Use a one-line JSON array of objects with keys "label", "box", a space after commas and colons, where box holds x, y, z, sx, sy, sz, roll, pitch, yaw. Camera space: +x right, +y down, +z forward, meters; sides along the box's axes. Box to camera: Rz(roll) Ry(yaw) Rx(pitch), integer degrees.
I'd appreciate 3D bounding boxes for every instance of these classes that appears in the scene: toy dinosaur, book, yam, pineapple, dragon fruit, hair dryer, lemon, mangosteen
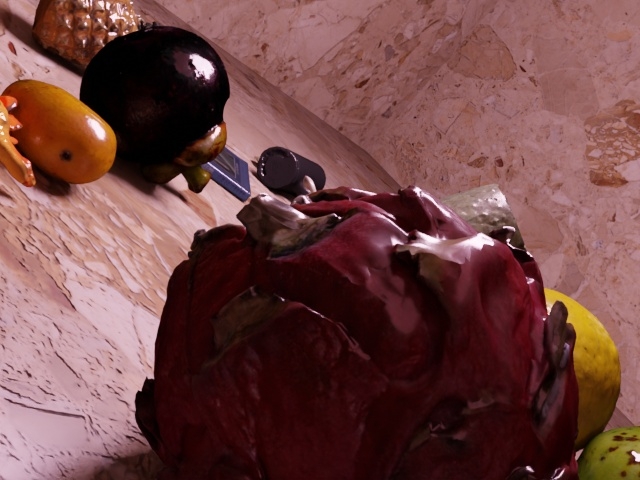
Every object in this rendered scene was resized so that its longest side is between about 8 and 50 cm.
[{"label": "toy dinosaur", "box": [-0.381, -0.160, 0.806, 0.288, 0.070, 0.117, 46, 2, 6]}, {"label": "book", "box": [-0.238, -0.184, 1.419, 0.269, 0.025, 0.191, 37, 13, -19]}, {"label": "yam", "box": [0.174, 0.018, 1.162, 0.161, 0.268, 0.161, -16, 90, -88]}, {"label": "pineapple", "box": [-0.329, -0.335, 1.312, 0.279, 0.157, 0.157, 25, 19, -30]}, {"label": "dragon fruit", "box": [0.035, 0.117, 0.567, 0.329, 0.329, 0.329, 39, 12, -10]}, {"label": "hair dryer", "box": [-0.013, -0.078, 1.660, 0.251, 0.089, 0.197, 54, 13, 15]}, {"label": "lemon", "box": [0.321, 0.205, 1.198, 0.316, 0.285, 0.285, 5, 30, -26]}, {"label": "mangosteen", "box": [-0.218, -0.173, 1.103, 0.211, 0.212, 0.249, -112, -178, -64]}]

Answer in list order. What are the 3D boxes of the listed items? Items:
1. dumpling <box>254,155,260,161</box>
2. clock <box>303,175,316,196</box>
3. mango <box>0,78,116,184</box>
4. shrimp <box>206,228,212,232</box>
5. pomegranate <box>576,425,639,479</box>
[{"label": "dumpling", "box": [-0.118, -0.171, 1.713, 0.059, 0.043, 0.077, 27, 25, 13]}, {"label": "clock", "box": [0.000, 0.000, 1.200, 0.151, 0.062, 0.191, -116, -170, -48]}, {"label": "mango", "box": [-0.301, -0.129, 0.886, 0.165, 0.089, 0.115, 41, 10, 12]}, {"label": "shrimp", "box": [-0.086, 0.017, 1.118, 0.164, 0.062, 0.317, 31, 13, -11]}, {"label": "pomegranate", "box": [0.458, 0.374, 1.056, 0.254, 0.271, 0.254, 32, 51, -50]}]
